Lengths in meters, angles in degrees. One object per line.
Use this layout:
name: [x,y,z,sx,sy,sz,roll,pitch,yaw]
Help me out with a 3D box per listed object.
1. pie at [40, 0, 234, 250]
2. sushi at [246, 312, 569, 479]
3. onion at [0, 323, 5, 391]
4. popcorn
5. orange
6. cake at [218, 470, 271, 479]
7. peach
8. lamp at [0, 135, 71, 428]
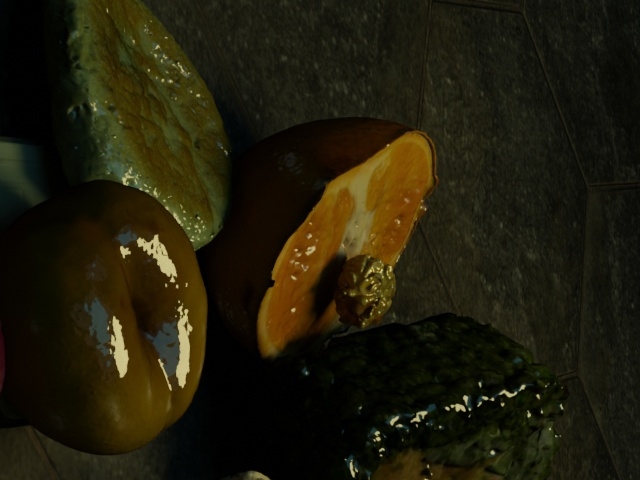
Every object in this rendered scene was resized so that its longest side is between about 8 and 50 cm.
pie: [-0.185,-0.130,1.936,0.323,0.071,0.323,49,27,-35]
sushi: [0.093,0.244,2.132,0.352,0.178,0.294,-10,125,-36]
onion: [-0.351,0.110,1.536,0.207,0.201,0.200,97,-9,-76]
popcorn: [0.046,0.054,2.086,0.083,0.057,0.082,-11,125,-59]
orange: [-0.002,-0.003,2.104,0.310,0.274,0.274,-84,150,-50]
cake: [-0.041,0.359,1.856,0.283,0.172,0.158,46,5,38]
peach: [-0.198,0.072,1.735,0.251,0.153,0.251,25,58,-49]
lamp: [-0.255,0.038,1.844,0.266,0.047,0.269,1,80,-62]
